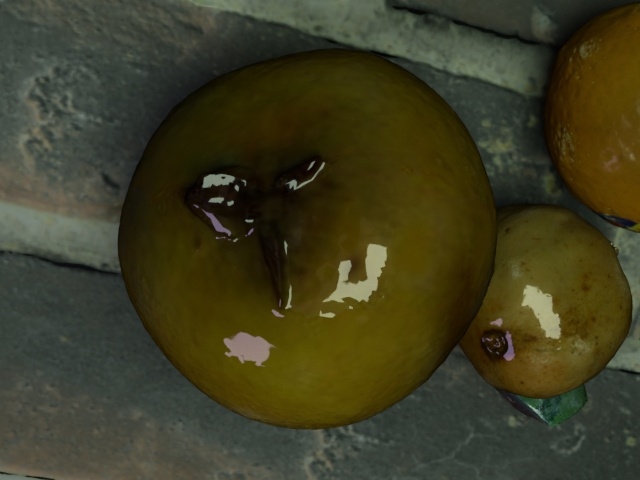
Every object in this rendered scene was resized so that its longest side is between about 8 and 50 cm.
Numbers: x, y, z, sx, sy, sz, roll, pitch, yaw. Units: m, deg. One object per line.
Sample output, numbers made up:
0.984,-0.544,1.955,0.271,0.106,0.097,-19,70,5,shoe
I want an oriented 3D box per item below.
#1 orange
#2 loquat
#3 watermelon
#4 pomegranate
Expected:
0.313,-0.115,1.616,0.219,0.193,0.219,1,86,-15,orange
0.000,0.000,1.515,0.328,0.359,0.328,-5,75,20,loquat
0.217,0.148,1.715,0.084,0.092,0.072,-5,143,-4,watermelon
0.208,0.049,1.631,0.196,0.196,0.196,-3,104,-13,pomegranate
